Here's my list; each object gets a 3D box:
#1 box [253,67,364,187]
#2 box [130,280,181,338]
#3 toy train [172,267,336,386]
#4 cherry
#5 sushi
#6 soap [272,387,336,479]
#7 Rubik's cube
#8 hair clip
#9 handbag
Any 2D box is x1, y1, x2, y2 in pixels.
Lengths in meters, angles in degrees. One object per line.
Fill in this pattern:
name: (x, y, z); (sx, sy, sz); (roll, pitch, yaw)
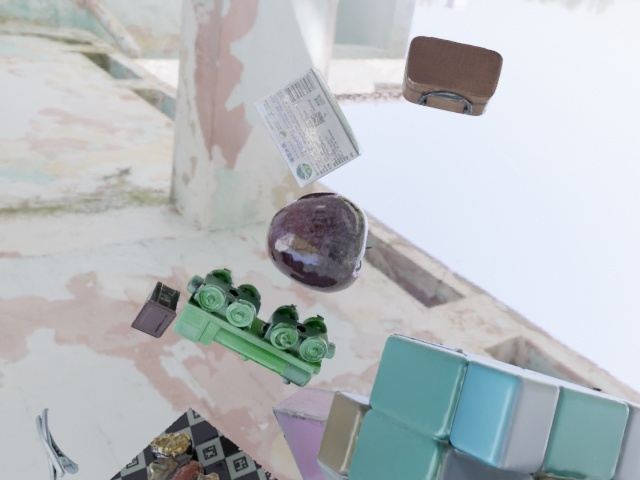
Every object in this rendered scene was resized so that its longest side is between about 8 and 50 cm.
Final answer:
box: (-0.021, -0.223, 1.299); (0.139, 0.194, 0.073); (-27, -174, 18)
box: (-0.296, 0.125, 1.185); (0.060, 0.085, 0.063); (27, -144, -19)
toy train: (-0.101, 0.140, 1.006); (0.251, 0.119, 0.085); (30, -158, -8)
cherry: (-0.001, -0.004, 1.068); (0.176, 0.140, 0.176); (4, -111, -9)
sushi: (-0.250, 0.455, 1.196); (0.290, 0.050, 0.264); (30, -123, 34)
soap: (0.040, 0.376, 1.062); (0.081, 0.259, 0.181); (-29, -170, -33)
Rubik's cube: (0.127, 0.199, 0.501); (0.224, 0.213, 0.265); (20, 173, -32)
hair clip: (-0.402, 0.310, 0.988); (0.115, 0.030, 0.039); (56, -168, 28)
handbag: (0.263, -0.332, 1.329); (0.193, 0.072, 0.151); (16, -114, 3)
